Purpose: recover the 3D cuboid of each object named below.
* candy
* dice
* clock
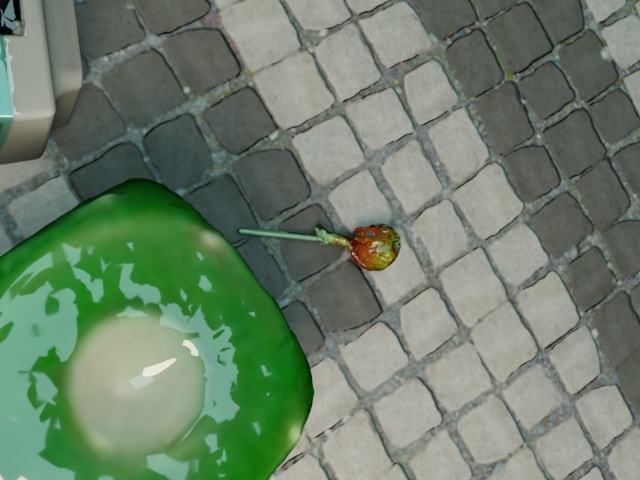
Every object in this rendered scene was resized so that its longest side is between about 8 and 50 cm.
[{"bbox_3d":[0.000,0.000,1.062,0.200,0.060,0.061,8,81,-13],"label":"candy"},{"bbox_3d":[-0.203,0.133,0.832,0.287,0.300,0.297,-41,98,-23],"label":"dice"},{"bbox_3d":[-0.298,-0.221,0.869,0.116,0.231,0.263,-8,87,-26],"label":"clock"}]
